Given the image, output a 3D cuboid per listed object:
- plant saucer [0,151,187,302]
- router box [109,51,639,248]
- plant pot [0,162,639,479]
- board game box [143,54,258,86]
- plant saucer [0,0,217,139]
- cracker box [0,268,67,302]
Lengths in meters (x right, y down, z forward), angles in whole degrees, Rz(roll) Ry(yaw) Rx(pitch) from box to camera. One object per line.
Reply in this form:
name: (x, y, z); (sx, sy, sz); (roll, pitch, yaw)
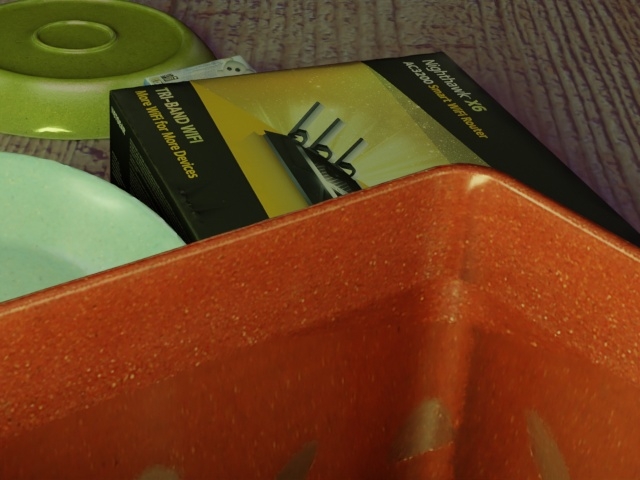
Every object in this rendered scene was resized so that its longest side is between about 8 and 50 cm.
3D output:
plant saucer: (-0.145, 0.035, 0.632); (0.195, 0.037, 0.195); (17, 39, -15)
router box: (0.031, -0.002, 0.776); (0.243, 0.081, 0.309); (-10, 36, -22)
plant pot: (0.024, 0.162, 0.354); (0.267, 0.236, 0.267); (-19, 37, -34)
board game box: (-0.071, -0.097, 0.979); (0.090, 0.020, 0.090); (-20, 53, -36)
plant saucer: (-0.197, -0.149, 1.055); (0.241, 0.037, 0.241); (4, 31, -2)
cracker box: (-0.260, 0.061, 0.653); (0.156, 0.067, 0.232); (22, 35, 25)
